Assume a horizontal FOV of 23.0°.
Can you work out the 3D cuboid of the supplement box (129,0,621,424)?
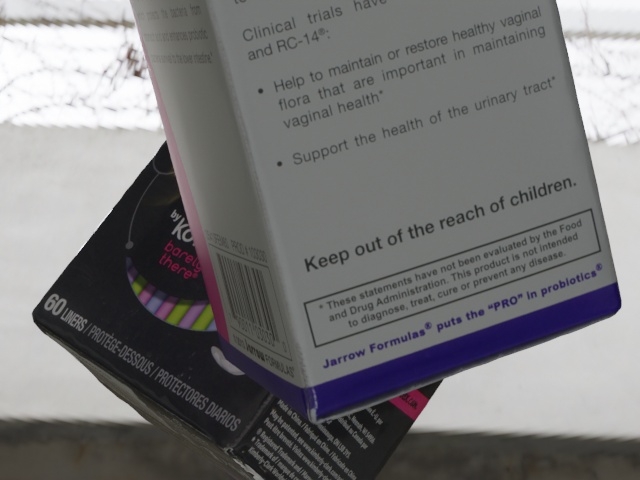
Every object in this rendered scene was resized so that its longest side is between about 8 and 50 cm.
[{"bbox_3d":[0.004,-0.071,0.507,0.114,0.111,0.220,-19,-78,-15],"label":"supplement box"}]

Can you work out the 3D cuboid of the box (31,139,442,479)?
[{"bbox_3d":[0.000,0.000,0.886,0.270,0.165,0.143,-54,-35,-13],"label":"box"}]
